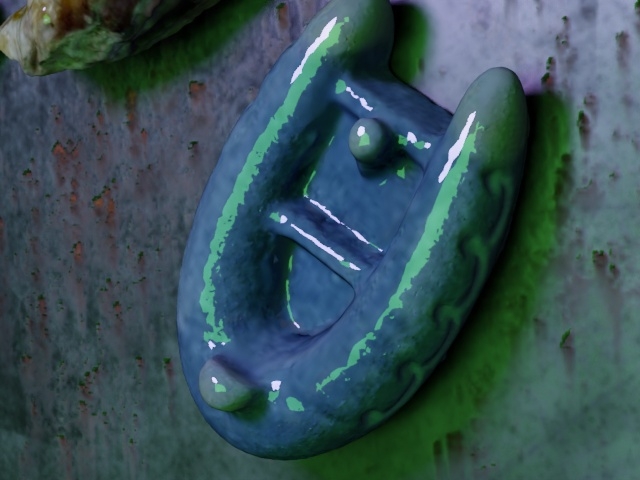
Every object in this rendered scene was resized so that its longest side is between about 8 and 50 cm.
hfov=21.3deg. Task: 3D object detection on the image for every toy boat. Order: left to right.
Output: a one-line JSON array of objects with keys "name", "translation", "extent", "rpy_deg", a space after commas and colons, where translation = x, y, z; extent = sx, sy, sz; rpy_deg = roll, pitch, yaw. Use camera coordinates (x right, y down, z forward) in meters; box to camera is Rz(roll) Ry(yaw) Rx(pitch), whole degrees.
[{"name": "toy boat", "translation": [0.000, 0.000, 1.135], "extent": [0.215, 0.123, 0.330], "rpy_deg": [38, 113, 23]}]

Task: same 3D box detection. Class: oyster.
[{"name": "oyster", "translation": [-0.120, -0.250, 1.205], "extent": [0.275, 0.100, 0.271], "rpy_deg": [2, 81, 38]}]
